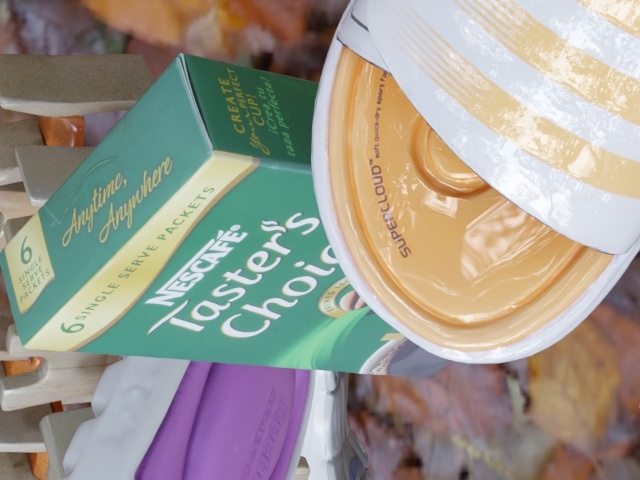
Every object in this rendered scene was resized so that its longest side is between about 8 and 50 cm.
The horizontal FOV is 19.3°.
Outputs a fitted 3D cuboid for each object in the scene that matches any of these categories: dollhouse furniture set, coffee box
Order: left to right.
[{"bbox_3d":[-0.114,0.061,1.068,0.135,0.259,0.262,-4,136,-22],"label":"dollhouse furniture set"},{"bbox_3d":[0.000,0.000,0.621,0.184,0.040,0.113,9,141,-42],"label":"coffee box"}]

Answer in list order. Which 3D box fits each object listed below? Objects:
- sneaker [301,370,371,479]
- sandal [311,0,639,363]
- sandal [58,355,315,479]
[{"bbox_3d":[-0.040,0.087,1.143,0.129,0.111,0.297,0,104,11],"label":"sneaker"},{"bbox_3d":[0.073,-0.091,0.459,0.102,0.076,0.265,32,103,11],"label":"sandal"},{"bbox_3d":[-0.055,0.182,0.753,0.102,0.416,0.169,0,154,26],"label":"sandal"}]
